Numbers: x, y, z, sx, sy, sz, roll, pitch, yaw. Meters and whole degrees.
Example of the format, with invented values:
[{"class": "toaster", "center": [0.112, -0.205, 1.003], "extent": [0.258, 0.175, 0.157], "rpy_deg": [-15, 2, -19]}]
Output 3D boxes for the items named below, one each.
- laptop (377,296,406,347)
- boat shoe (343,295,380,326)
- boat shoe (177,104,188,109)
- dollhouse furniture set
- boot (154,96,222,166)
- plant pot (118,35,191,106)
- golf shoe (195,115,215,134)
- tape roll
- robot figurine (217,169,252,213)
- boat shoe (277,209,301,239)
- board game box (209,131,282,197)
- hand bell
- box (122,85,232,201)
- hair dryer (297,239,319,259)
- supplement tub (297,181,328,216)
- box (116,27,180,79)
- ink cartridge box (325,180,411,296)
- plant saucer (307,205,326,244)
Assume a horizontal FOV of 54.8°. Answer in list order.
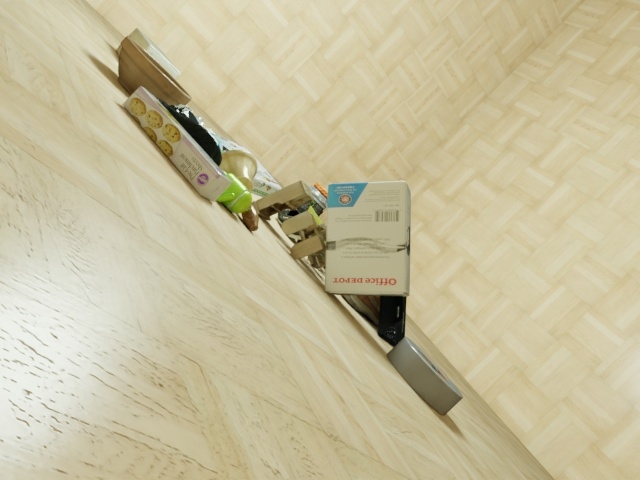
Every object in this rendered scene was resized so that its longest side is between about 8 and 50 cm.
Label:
[{"class": "laptop", "center": [0.255, 0.187, 1.891], "extent": [0.264, 0.136, 0.234], "rpy_deg": [40, 48, -45]}, {"class": "boat shoe", "center": [0.180, 0.193, 2.001], "extent": [0.123, 0.116, 0.324], "rpy_deg": [48, 5, 35]}, {"class": "boat shoe", "center": [-0.521, -0.486, 2.054], "extent": [0.070, 0.077, 0.219], "rpy_deg": [48, -3, 28]}, {"class": "dollhouse furniture set", "center": [-0.075, -0.027, 1.818], "extent": [0.212, 0.160, 0.242], "rpy_deg": [33, 35, -72]}, {"class": "boot", "center": [-0.330, -0.267, 1.572], "extent": [0.246, 0.094, 0.207], "rpy_deg": [39, 8, 1]}, {"class": "plant pot", "center": [-0.481, -0.444, 1.720], "extent": [0.237, 0.110, 0.237], "rpy_deg": [44, 5, -5]}, {"class": "golf shoe", "center": [-0.419, -0.369, 2.086], "extent": [0.086, 0.069, 0.176], "rpy_deg": [11, 26, -46]}, {"class": "tape roll", "center": [0.279, 0.361, 1.654], "extent": [0.219, 0.072, 0.219], "rpy_deg": [44, 4, -4]}, {"class": "robot figurine", "center": [-0.208, -0.112, 1.452], "extent": [0.115, 0.067, 0.101], "rpy_deg": [45, 10, -1]}, {"class": "boat shoe", "center": [-0.091, -0.076, 2.083], "extent": [0.083, 0.079, 0.233], "rpy_deg": [3, 19, -17]}, {"class": "board game box", "center": [-0.262, -0.239, 1.935], "extent": [0.193, 0.053, 0.305], "rpy_deg": [19, 21, -39]}, {"class": "hand bell", "center": [-0.191, -0.107, 1.547], "extent": [0.126, 0.126, 0.242], "rpy_deg": [41, 18, -45]}, {"class": "box", "center": [-0.323, -0.219, 1.380], "extent": [0.324, 0.067, 0.063], "rpy_deg": [48, 5, 21]}, {"class": "hair dryer", "center": [0.050, 0.097, 2.052], "extent": [0.293, 0.080, 0.224], "rpy_deg": [27, 15, -27]}, {"class": "supplement tub", "center": [-0.048, -0.135, 2.466], "extent": [0.117, 0.190, 0.117], "rpy_deg": [46, 4, -4]}, {"class": "box", "center": [-0.619, -0.639, 2.200], "extent": [0.148, 0.121, 0.311], "rpy_deg": [43, 5, -36]}, {"class": "ink cartridge box", "center": [0.137, 0.000, 1.727], "extent": [0.129, 0.223, 0.308], "rpy_deg": [34, 57, -73]}, {"class": "plant saucer", "center": [0.000, 0.000, 2.223], "extent": [0.188, 0.045, 0.188], "rpy_deg": [58, -9, 35]}]
